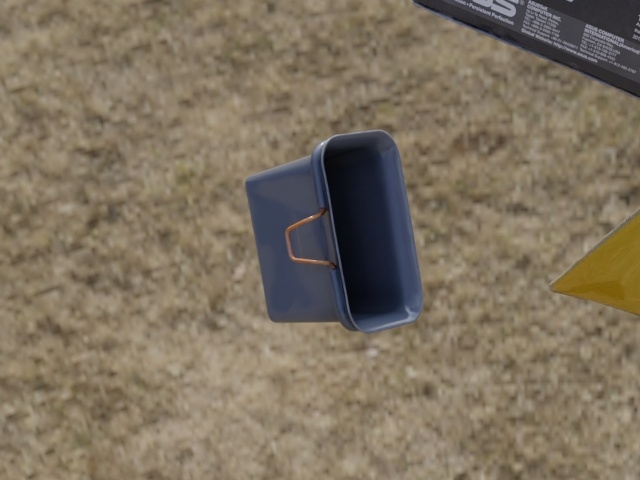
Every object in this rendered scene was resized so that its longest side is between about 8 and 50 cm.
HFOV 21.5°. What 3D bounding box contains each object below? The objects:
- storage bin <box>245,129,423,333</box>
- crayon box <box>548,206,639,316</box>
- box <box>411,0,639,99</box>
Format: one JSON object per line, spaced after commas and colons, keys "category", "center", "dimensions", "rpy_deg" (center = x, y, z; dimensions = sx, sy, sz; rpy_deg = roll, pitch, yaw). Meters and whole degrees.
{"category": "storage bin", "center": [0.000, 0.000, 1.166], "dimensions": [0.091, 0.135, 0.098], "rpy_deg": [-10, 0, 41]}
{"category": "crayon box", "center": [0.259, -0.028, 0.559], "dimensions": [0.318, 0.202, 0.081], "rpy_deg": [10, 62, -20]}
{"category": "box", "center": [0.262, -0.219, 0.968], "dimensions": [0.395, 0.318, 0.097], "rpy_deg": [27, 34, 25]}
